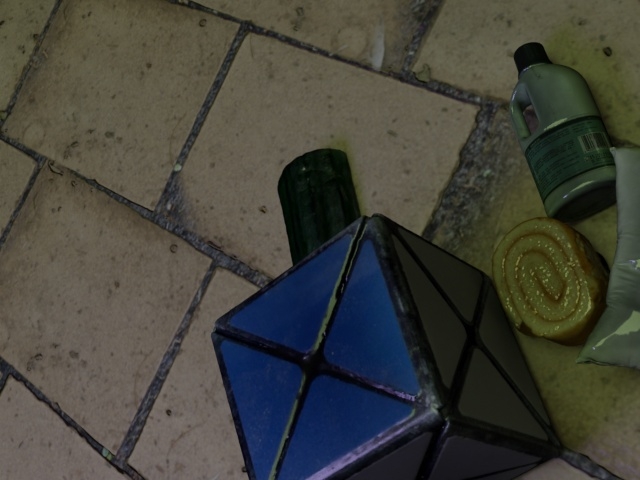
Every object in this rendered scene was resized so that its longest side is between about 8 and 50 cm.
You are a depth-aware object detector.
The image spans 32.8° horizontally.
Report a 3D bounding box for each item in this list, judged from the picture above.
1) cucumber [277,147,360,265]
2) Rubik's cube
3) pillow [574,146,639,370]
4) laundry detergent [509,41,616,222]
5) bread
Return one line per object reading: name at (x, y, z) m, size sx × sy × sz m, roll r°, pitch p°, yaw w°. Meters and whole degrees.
cucumber at (0.000, 0.000, 1.437) m, size 0.115 × 0.063 × 0.244 m, roll -31°, pitch 59°, yaw 27°
Rubik's cube at (0.068, 0.165, 1.196) m, size 0.259 × 0.255 × 0.260 m, roll -34°, pitch 53°, yaw 26°
pillow at (0.352, 0.025, 1.118) m, size 0.144 × 0.078 × 0.254 m, roll 9°, pitch 75°, yaw 13°
laundry detergent at (0.273, -0.136, 1.262) m, size 0.099 × 0.070 × 0.226 m, roll -35°, pitch 56°, yaw 32°
bread at (0.257, 0.051, 1.210) m, size 0.122 × 0.073 × 0.149 m, roll -37°, pitch 55°, yaw 29°
